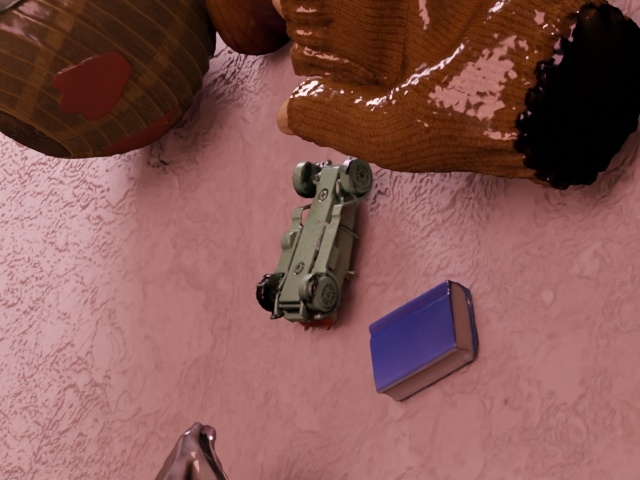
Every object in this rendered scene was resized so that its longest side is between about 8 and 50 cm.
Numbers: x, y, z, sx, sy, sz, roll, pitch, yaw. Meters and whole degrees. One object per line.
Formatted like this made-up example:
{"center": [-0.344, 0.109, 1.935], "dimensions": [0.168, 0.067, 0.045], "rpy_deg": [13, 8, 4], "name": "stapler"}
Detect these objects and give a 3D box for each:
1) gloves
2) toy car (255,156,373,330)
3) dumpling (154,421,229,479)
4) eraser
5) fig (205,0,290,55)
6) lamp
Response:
{"center": [0.087, -0.142, 1.463], "dimensions": [0.356, 0.155, 0.203], "rpy_deg": [26, 96, 37], "name": "gloves"}
{"center": [0.000, 0.000, 1.564], "dimensions": [0.073, 0.054, 0.143], "rpy_deg": [-5, 61, 46], "name": "toy car"}
{"center": [-0.091, 0.328, 1.398], "dimensions": [0.341, 0.181, 0.260], "rpy_deg": [55, 138, 18], "name": "dumpling"}
{"center": [0.076, 0.075, 1.452], "dimensions": [0.085, 0.027, 0.063], "rpy_deg": [-33, 46, 34], "name": "eraser"}
{"center": [-0.075, -0.221, 1.720], "dimensions": [0.089, 0.125, 0.089], "rpy_deg": [-26, 48, 33], "name": "fig"}
{"center": [-0.208, -0.213, 1.785], "dimensions": [0.250, 0.250, 0.284], "rpy_deg": [4, 63, 50], "name": "lamp"}
